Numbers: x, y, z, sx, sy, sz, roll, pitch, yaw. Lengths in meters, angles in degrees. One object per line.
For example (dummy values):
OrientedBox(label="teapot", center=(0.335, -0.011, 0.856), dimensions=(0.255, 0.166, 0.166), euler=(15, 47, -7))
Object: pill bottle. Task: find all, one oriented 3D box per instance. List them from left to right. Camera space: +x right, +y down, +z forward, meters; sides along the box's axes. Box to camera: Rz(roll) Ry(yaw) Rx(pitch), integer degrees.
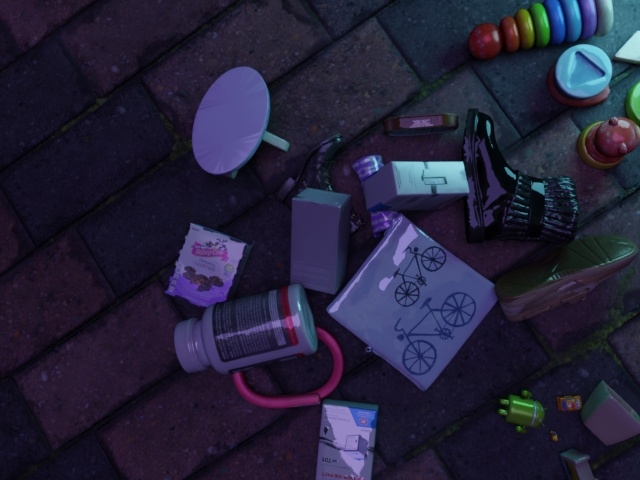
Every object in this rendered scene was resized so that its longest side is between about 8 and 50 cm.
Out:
OrientedBox(label="pill bottle", center=(-0.179, 0.223, 1.432), dimensions=(0.318, 0.176, 0.176), euler=(-14, 85, 6))

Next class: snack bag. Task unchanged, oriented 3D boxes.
OrientedBox(label="snack bag", center=(0.226, 0.156, 1.471), dimensions=(0.342, 0.037, 0.323), euler=(37, 93, -5))

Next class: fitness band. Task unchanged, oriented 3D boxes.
OrientedBox(label="fitness band", center=(-0.083, 0.320, 1.525), dimensions=(0.290, 0.054, 0.209), euler=(-6, 83, 6))

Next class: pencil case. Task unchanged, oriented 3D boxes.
OrientedBox(label="pencil case", center=(0.140, -0.118, 1.506), dimensions=(0.088, 0.086, 0.206), euler=(-23, 80, 40))

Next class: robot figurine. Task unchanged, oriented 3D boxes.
OrientedBox(label="robot figurine", center=(0.488, 0.414, 1.437), dimensions=(0.115, 0.067, 0.101), euler=(12, 76, 7))

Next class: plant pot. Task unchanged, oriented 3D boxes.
OrientedBox(label="plant pot", center=(0.679, 0.416, 1.400), dimensions=(0.109, 0.109, 0.096), euler=(45, 106, 7))

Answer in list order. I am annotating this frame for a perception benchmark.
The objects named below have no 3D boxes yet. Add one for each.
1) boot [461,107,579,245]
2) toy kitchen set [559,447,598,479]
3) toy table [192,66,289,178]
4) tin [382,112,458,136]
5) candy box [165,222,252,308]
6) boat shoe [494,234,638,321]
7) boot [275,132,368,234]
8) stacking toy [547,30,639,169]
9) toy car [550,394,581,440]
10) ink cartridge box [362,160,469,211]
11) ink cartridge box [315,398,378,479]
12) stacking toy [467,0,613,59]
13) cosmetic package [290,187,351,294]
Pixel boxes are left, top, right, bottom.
OrientedBox(label="boot", center=(0.479, -0.156, 1.442), dimensions=(0.260, 0.131, 0.348), euler=(-4, 91, 9))
OrientedBox(label="toy kitchen set", center=(0.550, 0.614, 1.412), dimensions=(0.207, 0.122, 0.166), euler=(-18, 84, -15))
OrientedBox(label="toy table", center=(-0.214, -0.289, 1.521), dimensions=(0.252, 0.161, 0.274), euler=(31, 90, 8))
OrientedBox(label="tin", center=(0.252, -0.289, 1.492), dimensions=(0.189, 0.106, 0.040), euler=(-3, 94, 8))
OrientedBox(label="candy box", center=(-0.291, 0.073, 1.553), dimensions=(0.164, 0.070, 0.196), euler=(20, 90, 8))
OrientedBox(label="boat shoe", center=(0.593, 0.091, 1.432), dimensions=(0.341, 0.122, 0.110), euler=(-22, 121, 8))
OrientedBox(label="boot", center=(0.033, -0.115, 1.515), dimensions=(0.229, 0.091, 0.263), euler=(43, 108, 7))
OrientedBox(label="stacking toy", center=(0.724, -0.360, 1.423), dimensions=(0.279, 0.130, 0.309), euler=(-28, 84, 5))
OrientedBox(label="toy car", center=(0.599, 0.433, 1.435), dimensions=(0.060, 0.040, 0.122), euler=(11, 88, 8))
OrientedBox(label="ink cartridge box", center=(0.226, -0.128, 1.414), dimensions=(0.203, 0.148, 0.086), euler=(-4, 79, -25))
OrientedBox(label="ink cartridge box", center=(0.067, 0.503, 1.478), dimensions=(0.139, 0.082, 0.191), euler=(5, 86, 7))
OrientedBox(label="stacking toy", center=(0.532, -0.529, 1.470), dimensions=(0.330, 0.141, 0.141), euler=(-14, 85, 13))
OrientedBox(label="cosmetic package", center=(0.000, 0.000, 1.453), dimensions=(0.127, 0.107, 0.238), euler=(13, 113, 18))
